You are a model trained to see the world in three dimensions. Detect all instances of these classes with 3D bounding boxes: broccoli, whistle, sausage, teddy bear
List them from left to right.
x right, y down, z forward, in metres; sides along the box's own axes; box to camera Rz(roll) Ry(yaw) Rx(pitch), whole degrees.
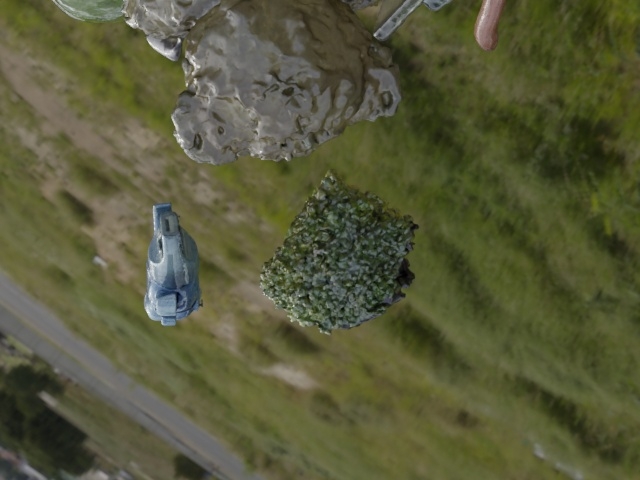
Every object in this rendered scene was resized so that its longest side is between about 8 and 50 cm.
[{"bbox_3d":[-0.227,0.048,1.477,0.093,0.180,0.269,-3,146,-7],"label":"whistle"},{"bbox_3d":[-0.044,-0.188,0.806,0.156,0.267,0.256,78,178,-83],"label":"teddy bear"},{"bbox_3d":[0.000,-0.003,1.459,0.273,0.242,0.180,36,171,45],"label":"broccoli"},{"bbox_3d":[0.265,-0.356,1.490,0.043,0.043,0.186,30,153,12],"label":"sausage"}]

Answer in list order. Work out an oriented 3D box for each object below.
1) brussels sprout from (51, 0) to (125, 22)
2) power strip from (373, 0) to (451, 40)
[{"bbox_3d":[-0.303,-0.426,1.389,0.210,0.271,0.219,-19,118,10],"label":"brussels sprout"},{"bbox_3d":[0.186,-0.392,1.261,0.092,0.257,0.251,37,137,-20],"label":"power strip"}]
